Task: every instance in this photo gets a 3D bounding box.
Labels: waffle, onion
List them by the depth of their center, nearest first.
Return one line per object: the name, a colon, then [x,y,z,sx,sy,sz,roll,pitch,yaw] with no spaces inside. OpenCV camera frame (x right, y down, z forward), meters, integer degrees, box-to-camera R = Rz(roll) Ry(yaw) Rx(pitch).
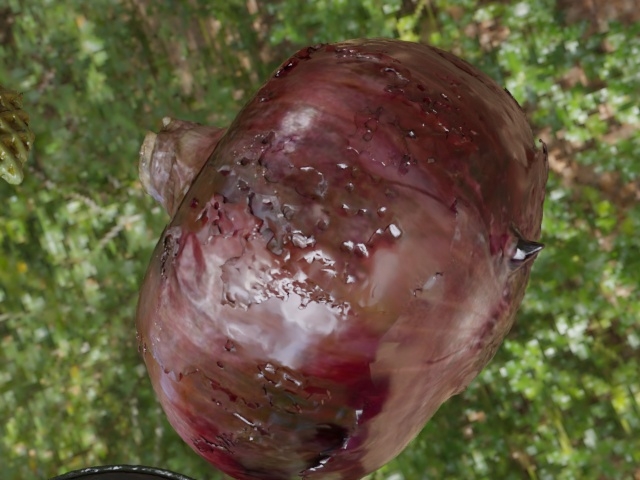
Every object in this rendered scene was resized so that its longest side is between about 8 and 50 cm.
onion: [0.000,0.000,0.610,0.219,0.252,0.252,32,155,20]
waffle: [-0.473,-0.164,1.506,0.054,0.214,0.207,-50,35,37]

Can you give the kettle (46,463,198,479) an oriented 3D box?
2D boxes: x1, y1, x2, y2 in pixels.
kettle: [-0.127,0.337,0.738,0.262,0.203,0.308,-89,1,-45]
